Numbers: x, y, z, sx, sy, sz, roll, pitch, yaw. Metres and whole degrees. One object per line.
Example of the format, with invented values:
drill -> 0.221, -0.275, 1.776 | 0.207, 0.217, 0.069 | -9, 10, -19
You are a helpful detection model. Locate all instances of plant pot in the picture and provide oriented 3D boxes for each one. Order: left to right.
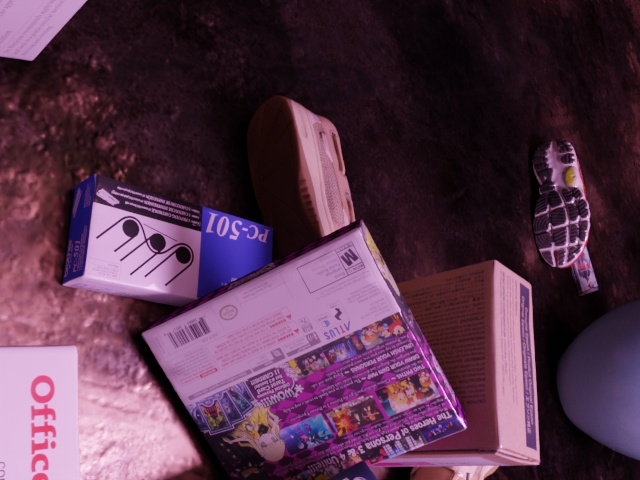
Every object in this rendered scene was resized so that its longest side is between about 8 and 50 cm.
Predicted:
plant pot -> 0.538, 0.253, 1.144 | 0.290, 0.195, 0.291 | 19, 62, -41

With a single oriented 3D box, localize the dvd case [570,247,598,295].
dvd case -> 0.547, 0.052, 1.365 | 0.087, 0.013, 0.120 | -6, 81, -47

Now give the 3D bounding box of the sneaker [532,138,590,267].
sneaker -> 0.493, -0.068, 1.291 | 0.118, 0.107, 0.279 | 35, 55, -44

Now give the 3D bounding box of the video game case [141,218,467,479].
video game case -> -0.015, 0.122, 0.602 | 0.210, 0.232, 0.042 | 61, 15, -9

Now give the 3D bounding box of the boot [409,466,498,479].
boot -> 0.142, 0.223, 0.820 | 0.262, 0.095, 0.204 | -23, 92, -48

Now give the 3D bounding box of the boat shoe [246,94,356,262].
boat shoe -> 0.000, 0.000, 0.735 | 0.110, 0.121, 0.342 | 9, 68, -43

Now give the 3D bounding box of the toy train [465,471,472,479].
toy train -> 0.077, 0.350, 0.642 | 0.143, 0.105, 0.248 | -6, 106, -23

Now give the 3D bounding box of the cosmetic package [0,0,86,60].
cosmetic package -> -0.295, -0.247, 0.498 | 0.183, 0.151, 0.152 | -7, 80, -48

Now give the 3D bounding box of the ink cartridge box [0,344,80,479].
ink cartridge box -> -0.289, 0.165, 0.377 | 0.272, 0.114, 0.199 | 7, 70, -44

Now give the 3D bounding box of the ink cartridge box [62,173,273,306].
ink cartridge box -> -0.140, 0.012, 0.641 | 0.207, 0.046, 0.097 | 18, 65, -42

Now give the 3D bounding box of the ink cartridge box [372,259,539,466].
ink cartridge box -> 0.111, 0.144, 0.712 | 0.088, 0.234, 0.193 | 28, 57, -39

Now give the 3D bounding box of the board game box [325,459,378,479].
board game box -> -0.068, 0.281, 0.533 | 0.243, 0.165, 0.042 | -8, 49, -47
